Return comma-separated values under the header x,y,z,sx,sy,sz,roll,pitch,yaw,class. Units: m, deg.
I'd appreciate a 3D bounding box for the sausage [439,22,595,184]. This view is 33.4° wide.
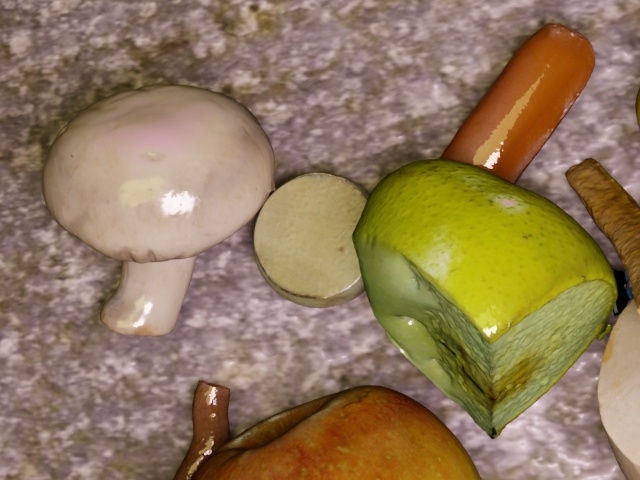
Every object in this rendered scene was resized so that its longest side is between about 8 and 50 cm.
x,y,z,sx,sy,sz,roll,pitch,yaw,class
0.259,-0.163,1.417,0.105,0.105,0.274,37,93,16,sausage

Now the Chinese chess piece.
x,y,z,sx,sy,sz,roll,pitch,yaw,class
0.000,0.000,1.475,0.188,0.083,0.189,-2,79,12,Chinese chess piece

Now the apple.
x,y,z,sx,sy,sz,roll,pitch,yaw,class
0.021,0.369,1.280,0.384,0.374,0.374,-27,77,4,apple

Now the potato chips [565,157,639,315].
x,y,z,sx,sy,sz,roll,pitch,yaw,class
0.366,-0.001,1.256,0.057,0.407,0.080,-42,107,18,potato chips

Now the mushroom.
x,y,z,sx,sy,sz,roll,pitch,yaw,class
-0.240,-0.067,1.436,0.356,0.315,0.315,-45,74,2,mushroom

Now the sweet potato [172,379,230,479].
x,y,z,sx,sy,sz,roll,pitch,yaw,class
-0.177,0.338,1.484,0.067,0.059,0.281,16,88,-5,sweet potato

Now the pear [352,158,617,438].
x,y,z,sx,sy,sz,roll,pitch,yaw,class
0.184,0.034,1.315,0.238,0.342,0.318,-38,63,-12,pear

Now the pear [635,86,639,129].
x,y,z,sx,sy,sz,roll,pitch,yaw,class
0.515,-0.157,1.268,0.283,0.283,0.284,-2,82,14,pear

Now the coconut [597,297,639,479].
x,y,z,sx,sy,sz,roll,pitch,yaw,class
0.468,0.176,1.200,0.322,0.323,0.323,-2,82,14,coconut

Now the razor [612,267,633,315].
x,y,z,sx,sy,sz,roll,pitch,yaw,class
0.490,0.025,1.362,0.253,0.042,0.082,-17,121,11,razor
